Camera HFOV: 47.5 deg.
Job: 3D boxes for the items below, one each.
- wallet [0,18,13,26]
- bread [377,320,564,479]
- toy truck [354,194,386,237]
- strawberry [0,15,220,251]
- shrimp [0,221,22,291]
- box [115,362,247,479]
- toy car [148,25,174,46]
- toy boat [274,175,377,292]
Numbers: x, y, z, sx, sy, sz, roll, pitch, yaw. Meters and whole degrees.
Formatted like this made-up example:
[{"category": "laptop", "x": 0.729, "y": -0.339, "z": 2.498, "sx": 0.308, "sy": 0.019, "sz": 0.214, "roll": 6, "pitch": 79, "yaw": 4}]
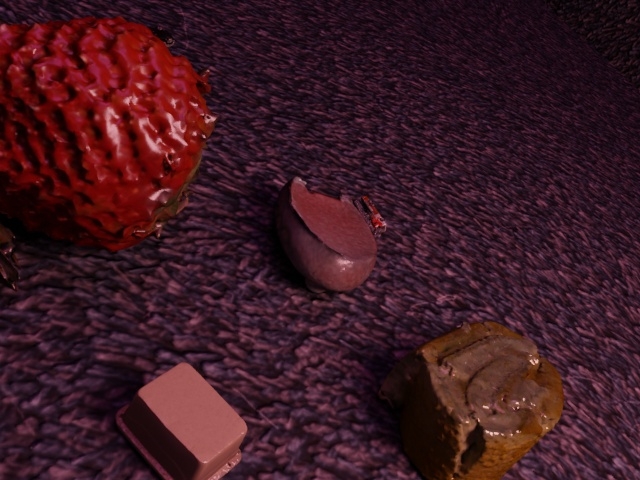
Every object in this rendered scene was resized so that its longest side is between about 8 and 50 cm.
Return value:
[{"category": "wallet", "x": -0.486, "y": -0.232, "z": 1.002, "sx": 0.220, "sy": 0.071, "sz": 0.262, "roll": 30, "pitch": 43, "yaw": -2}, {"category": "bread", "x": 0.202, "y": 0.191, "z": 0.925, "sx": 0.186, "sy": 0.124, "sz": 0.257, "roll": 45, "pitch": 37, "yaw": 19}, {"category": "toy truck", "x": 0.083, "y": -0.038, "z": 1.193, "sx": 0.032, "sy": 0.024, "sz": 0.083, "roll": -17, "pitch": 52, "yaw": -18}, {"category": "strawberry", "x": -0.306, "y": -0.137, "z": 0.857, "sx": 0.351, "sy": 0.267, "sz": 0.312, "roll": 14, "pitch": 1, "yaw": -14}, {"category": "shrimp", "x": -0.453, "y": -0.033, "z": 0.805, "sx": 0.169, "sy": 0.058, "sz": 0.296, "roll": -26, "pitch": 60, "yaw": -40}, {"category": "box", "x": -0.138, "y": 0.189, "z": 0.746, "sx": 0.122, "sy": 0.062, "sz": 0.089, "roll": 42, "pitch": 38, "yaw": 16}, {"category": "toy car", "x": -0.306, "y": -0.367, "z": 1.309, "sx": 0.093, "sy": 0.025, "sz": 0.041, "roll": -12, "pitch": 52, "yaw": -46}, {"category": "toy boat", "x": 0.000, "y": 0.000, "z": 1.064, "sx": 0.155, "sy": 0.085, "sz": 0.227, "roll": 23, "pitch": 25, "yaw": -24}]
